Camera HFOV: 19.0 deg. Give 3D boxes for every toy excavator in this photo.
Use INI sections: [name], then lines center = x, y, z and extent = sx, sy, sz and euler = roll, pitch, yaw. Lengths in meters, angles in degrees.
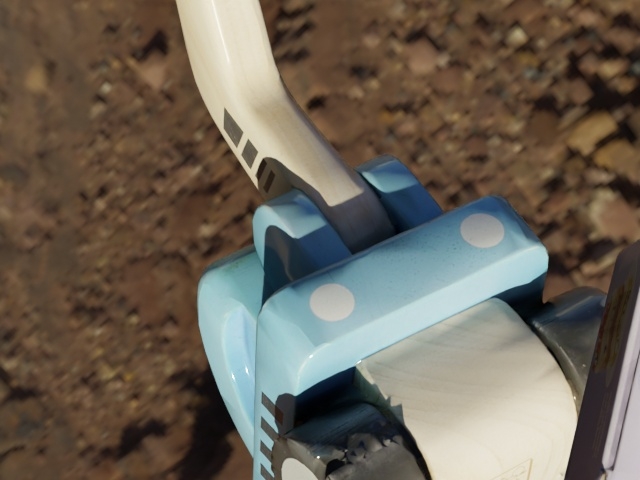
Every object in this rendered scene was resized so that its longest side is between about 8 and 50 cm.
[toy excavator]
center = 0.000, 0.000, 1.219
extent = 0.222, 0.433, 0.445
euler = -26, 57, -21

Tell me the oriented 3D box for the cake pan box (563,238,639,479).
[cake pan box]
center = 0.206, 0.154, 0.730
extent = 0.245, 0.070, 0.267
euler = 14, 80, -5
